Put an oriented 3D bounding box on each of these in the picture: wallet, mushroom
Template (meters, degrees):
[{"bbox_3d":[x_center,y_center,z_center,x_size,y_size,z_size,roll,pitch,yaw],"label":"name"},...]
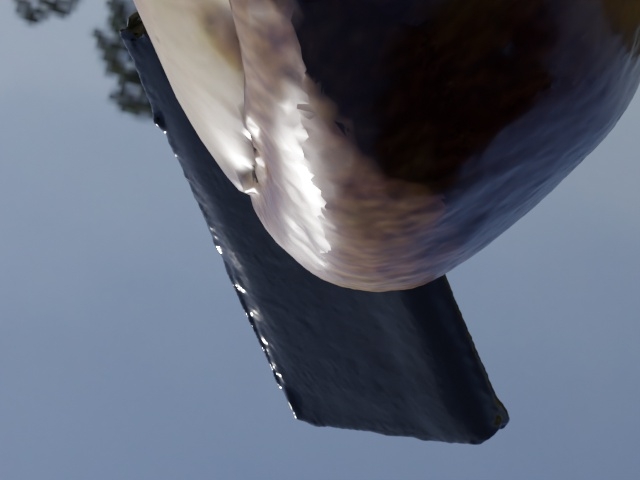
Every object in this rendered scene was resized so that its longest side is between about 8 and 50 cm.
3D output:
[{"bbox_3d":[0.000,0.000,0.863,0.146,0.285,0.030,0,-143,33],"label":"wallet"},{"bbox_3d":[-0.029,-0.136,0.587,0.259,0.345,0.345,-16,-165,-2],"label":"mushroom"}]
